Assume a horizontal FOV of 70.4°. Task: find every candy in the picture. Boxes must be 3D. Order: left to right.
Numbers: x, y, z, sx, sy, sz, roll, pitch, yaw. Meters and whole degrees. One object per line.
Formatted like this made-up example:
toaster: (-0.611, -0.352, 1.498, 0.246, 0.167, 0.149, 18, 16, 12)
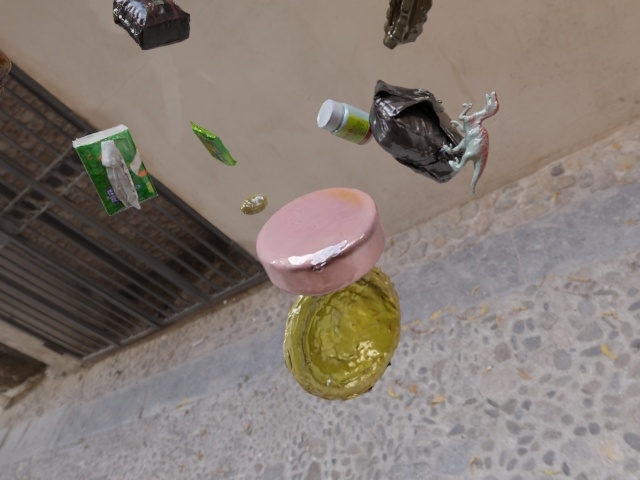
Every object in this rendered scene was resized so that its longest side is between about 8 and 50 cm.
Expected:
candy: (-0.327, -0.291, 1.384, 0.102, 0.178, 0.032, 29, 77, 20)
candy: (0.000, 0.000, 0.854, 0.255, 0.094, 0.255, -15, 35, 11)

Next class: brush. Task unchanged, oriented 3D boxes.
brush: (0.169, -0.480, 0.790, 0.084, 0.301, 0.071, -36, 64, -26)

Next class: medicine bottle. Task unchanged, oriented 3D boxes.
medicine bottle: (0.112, -0.499, 1.919, 0.139, 0.225, 0.139, -32, 51, 51)

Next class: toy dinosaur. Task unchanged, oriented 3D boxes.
toy dinosaur: (0.406, -0.238, 1.179, 0.167, 0.242, 0.053, -17, 2, 32)

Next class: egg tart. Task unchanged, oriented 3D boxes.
egg tart: (0.049, 0.212, 1.111, 0.345, 0.345, 0.132, -57, 24, -16)

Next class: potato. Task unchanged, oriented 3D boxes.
potato: (-0.322, -0.172, 2.199, 0.138, 0.091, 0.070, -24, -16, -22)

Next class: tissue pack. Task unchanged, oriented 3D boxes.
tissue pack: (-0.563, -0.192, 1.261, 0.148, 0.209, 0.156, -26, 31, -21)

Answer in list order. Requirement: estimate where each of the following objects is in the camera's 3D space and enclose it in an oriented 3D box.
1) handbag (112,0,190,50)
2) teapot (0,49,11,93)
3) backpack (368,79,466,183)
handbag: (-0.569, -0.750, 1.532, 0.215, 0.169, 0.155, -39, -17, -40)
teapot: (-0.585, -0.286, 0.779, 0.129, 0.078, 0.098, 7, 53, 23)
backpack: (0.362, -0.421, 1.707, 0.255, 0.446, 0.363, -47, 46, 36)
